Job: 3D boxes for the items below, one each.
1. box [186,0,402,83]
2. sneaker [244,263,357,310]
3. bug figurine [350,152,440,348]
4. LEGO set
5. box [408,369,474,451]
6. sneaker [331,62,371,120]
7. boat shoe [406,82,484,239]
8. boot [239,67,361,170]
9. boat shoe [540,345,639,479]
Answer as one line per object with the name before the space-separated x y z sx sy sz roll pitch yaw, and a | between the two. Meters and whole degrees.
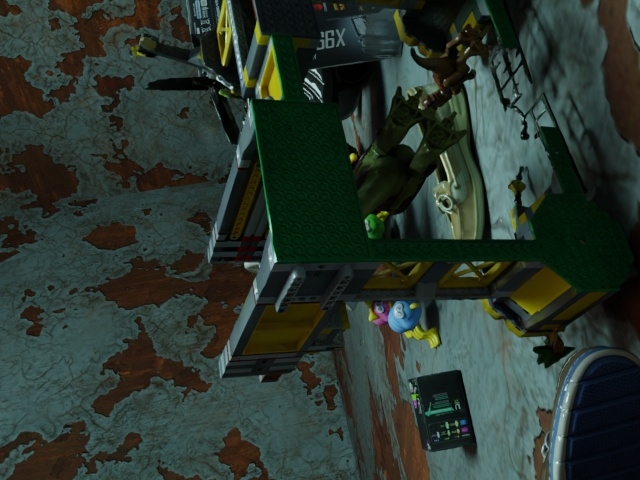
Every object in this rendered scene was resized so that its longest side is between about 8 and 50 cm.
box | -0.049 -0.343 0.858 0.077 0.242 0.308 89 170 -58
sneaker | 0.000 0.000 0.911 0.350 0.131 0.148 65 -141 -78
bug figurine | 0.088 0.024 0.944 0.216 0.072 0.279 93 167 -69
LEGO set | 0.026 -0.047 0.472 0.192 0.254 0.332 120 136 -56
box | 0.137 0.195 0.793 0.062 0.052 0.083 95 164 -77
sneaker | 0.030 -0.246 1.060 0.222 0.083 0.118 82 171 -52
boat shoe | 0.112 -0.066 0.621 0.056 0.048 0.153 -176 77 -85
boot | -0.004 -0.137 1.078 0.260 0.131 0.348 -25 -44 -52
boat shoe | 0.155 0.138 0.397 0.066 0.066 0.183 -111 13 -74
